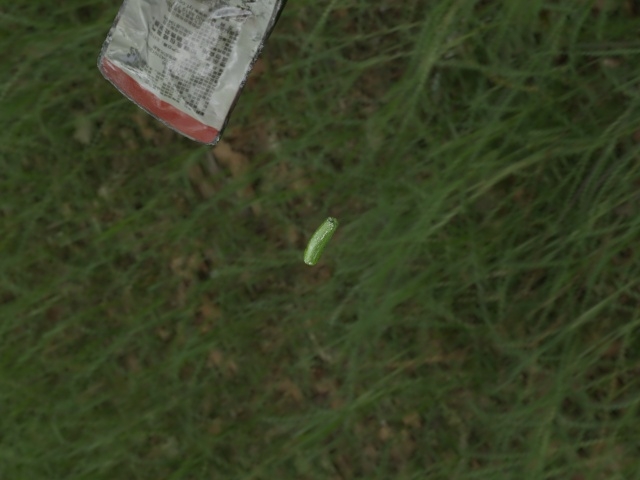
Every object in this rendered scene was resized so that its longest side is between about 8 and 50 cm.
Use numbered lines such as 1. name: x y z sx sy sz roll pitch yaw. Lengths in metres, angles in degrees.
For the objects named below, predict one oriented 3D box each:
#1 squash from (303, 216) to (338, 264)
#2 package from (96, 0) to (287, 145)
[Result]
1. squash: 0.000 -0.001 1.709 0.027 0.027 0.089 46 129 20
2. package: -0.131 -0.206 1.245 0.154 0.030 0.239 35 132 3
